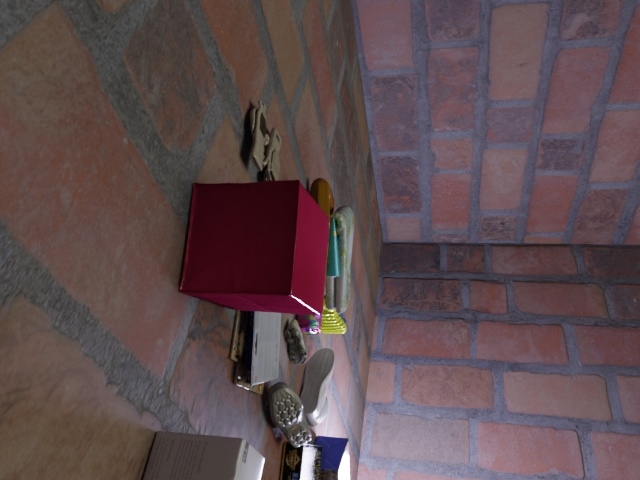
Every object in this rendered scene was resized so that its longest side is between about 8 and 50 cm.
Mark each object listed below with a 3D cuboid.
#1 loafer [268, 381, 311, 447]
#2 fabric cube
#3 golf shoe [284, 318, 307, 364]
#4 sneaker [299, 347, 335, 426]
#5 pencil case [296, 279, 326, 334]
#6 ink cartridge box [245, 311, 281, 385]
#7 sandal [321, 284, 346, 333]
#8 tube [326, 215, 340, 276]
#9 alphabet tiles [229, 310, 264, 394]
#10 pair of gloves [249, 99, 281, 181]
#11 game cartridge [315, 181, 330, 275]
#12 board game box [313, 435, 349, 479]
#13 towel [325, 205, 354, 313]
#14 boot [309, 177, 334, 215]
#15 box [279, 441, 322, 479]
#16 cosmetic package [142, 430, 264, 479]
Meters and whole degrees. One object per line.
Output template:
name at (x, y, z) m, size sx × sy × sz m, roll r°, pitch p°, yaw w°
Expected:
loafer at (-0.110, 0.552, 1.757) m, size 0.111 × 0.112 × 0.319 m, roll 52°, pitch -19°, yaw 47°
fabric cube at (-0.138, 0.025, 1.245) m, size 0.258 × 0.259 × 0.254 m, roll 44°, pitch 49°, yaw -69°
golf shoe at (-0.080, 0.358, 1.919) m, size 0.086 × 0.069 × 0.176 m, roll -80°, pitch 166°, yaw -57°
sneaker at (-0.009, 0.588, 2.165) m, size 0.169 × 0.108 × 0.292 m, roll 78°, pitch 28°, yaw -47°
pencil case at (-0.033, 0.233, 2.035) m, size 0.104 × 0.105 × 0.236 m, roll 61°, pitch 33°, yaw -64°
ink cartridge box at (-0.169, 0.287, 1.529) m, size 0.224 × 0.045 × 0.223 m, roll 32°, pitch 59°, yaw -73°
sandal at (0.045, 0.298, 2.328) m, size 0.317 × 0.126 × 0.138 m, roll 75°, pitch 16°, yaw -52°
tube at (0.039, 0.022, 1.865) m, size 0.080 × 0.052 × 0.207 m, roll 178°, pitch -90°, yaw -73°
alphabet tiles at (-0.188, 0.289, 1.576) m, size 0.342 × 0.011 × 0.285 m, roll 60°, pitch 33°, yaw -65°
pair of gloves at (-0.165, -0.270, 1.578) m, size 0.240 × 0.042 × 0.204 m, roll 62°, pitch 28°, yaw -67°
game cartridge at (0.000, 0.000, 1.814) m, size 0.285 × 0.053 × 0.323 m, roll -90°, pitch -174°, yaw -55°
board game box at (0.033, 1.006, 2.253) m, size 0.232 × 0.141 × 0.290 m, roll -43°, pitch 132°, yaw -72°
towel at (0.077, 0.064, 2.084) m, size 0.320 × 0.090 × 0.374 m, roll -58°, pitch 149°, yaw -79°
boot at (-0.032, -0.115, 2.057) m, size 0.220 × 0.109 × 0.283 m, roll 19°, pitch 79°, yaw -72°
box at (-0.071, 0.867, 1.956) m, size 0.322 × 0.079 × 0.257 m, roll 59°, pitch 36°, yaw -66°
cosmetic package at (-0.226, 0.469, 1.049) m, size 0.151 × 0.184 × 0.151 m, roll 72°, pitch 23°, yaw -53°
